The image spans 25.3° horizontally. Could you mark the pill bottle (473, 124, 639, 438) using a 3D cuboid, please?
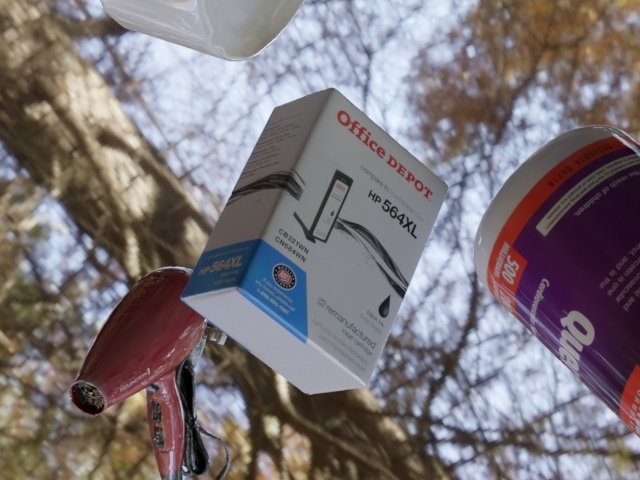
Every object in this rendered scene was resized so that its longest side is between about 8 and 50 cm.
[{"bbox_3d":[0.284,0.061,1.146,0.181,0.181,0.323,-39,-124,-7],"label":"pill bottle"}]

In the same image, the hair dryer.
[{"bbox_3d":[-0.136,0.137,1.326,0.080,0.293,0.223,-2,-103,24],"label":"hair dryer"}]

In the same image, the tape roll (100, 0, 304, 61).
[{"bbox_3d":[-0.072,-0.291,1.140,0.100,0.286,0.286,19,-115,17],"label":"tape roll"}]

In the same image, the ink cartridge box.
[{"bbox_3d":[0.000,0.000,1.160,0.086,0.148,0.203,-14,-136,51],"label":"ink cartridge box"}]
